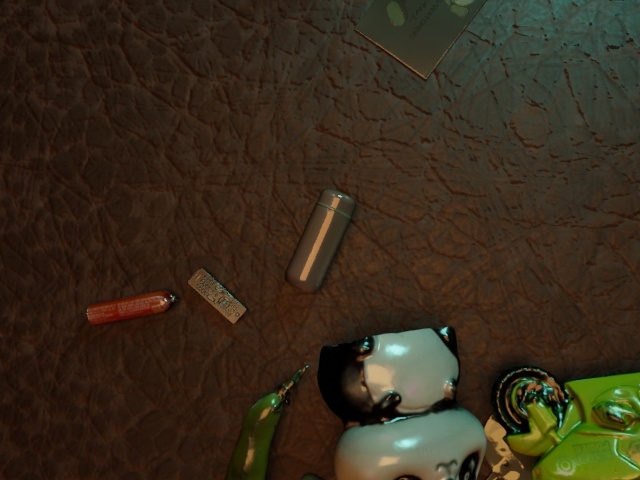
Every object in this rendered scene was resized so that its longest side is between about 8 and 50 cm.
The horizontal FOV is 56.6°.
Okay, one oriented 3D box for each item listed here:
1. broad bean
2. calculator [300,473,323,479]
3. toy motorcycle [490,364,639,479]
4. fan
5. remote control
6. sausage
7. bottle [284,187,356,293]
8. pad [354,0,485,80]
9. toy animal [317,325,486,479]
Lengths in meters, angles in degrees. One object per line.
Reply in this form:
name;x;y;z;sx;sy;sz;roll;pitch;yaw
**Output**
broad bean;-0.095;0.321;0.798;0.075;0.067;0.325;15;92;-1
calculator;0.091;0.500;0.774;0.256;0.054;0.387;-8;88;7
toy motorcycle;0.384;0.239;0.694;0.342;0.142;0.206;-6;77;5
fan;0.249;0.290;0.782;0.113;0.005;0.175;44;94;7
remote control;-0.145;0.078;0.839;0.091;0.016;0.034;41;78;7
sausage;-0.265;0.095;0.847;0.129;0.034;0.034;-11;86;6
bottle;0.000;0.000;0.803;0.053;0.053;0.140;24;92;8
pad;0.153;-0.333;0.820;0.127;0.004;0.190;37;94;7
toy animal;0.098;0.224;0.713;0.187;0.165;0.235;-4;71;-23
